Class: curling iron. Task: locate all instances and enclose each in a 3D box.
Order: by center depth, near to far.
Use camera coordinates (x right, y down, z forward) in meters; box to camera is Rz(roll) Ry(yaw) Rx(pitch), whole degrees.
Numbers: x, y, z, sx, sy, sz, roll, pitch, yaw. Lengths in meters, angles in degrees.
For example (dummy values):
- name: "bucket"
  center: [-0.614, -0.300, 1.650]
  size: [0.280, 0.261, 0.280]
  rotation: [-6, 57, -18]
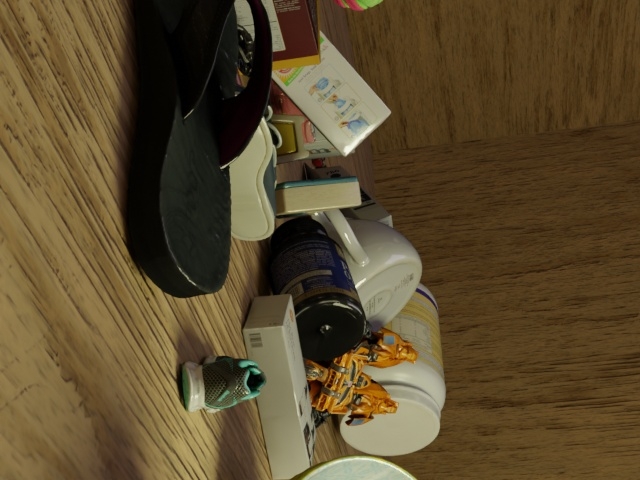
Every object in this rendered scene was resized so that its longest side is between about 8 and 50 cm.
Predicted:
- name: "curling iron"
  center: [-0.102, -0.162, 1.442]
  size: [0.068, 0.035, 0.274]
  rotation: [28, -49, 52]

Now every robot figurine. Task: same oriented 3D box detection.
- name: "robot figurine"
  center: [0.059, 0.225, 1.753]
  size: [0.291, 0.085, 0.211]
  rotation: [12, 99, -61]

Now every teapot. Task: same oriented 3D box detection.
- name: "teapot"
  center: [0.039, 0.048, 1.814]
  size: [0.252, 0.256, 0.187]
  rotation: [-2, 43, -52]

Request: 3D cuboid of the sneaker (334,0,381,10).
- name: "sneaker"
  center: [0.015, -0.544, 1.669]
  size: [0.483, 0.202, 0.185]
  rotation: [53, -13, 32]

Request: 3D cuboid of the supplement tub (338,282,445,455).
- name: "supplement tub"
  center: [0.141, 0.261, 2.206]
  size: [0.331, 0.241, 0.241]
  rotation: [-89, 170, -45]

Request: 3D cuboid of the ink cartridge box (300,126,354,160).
- name: "ink cartridge box"
  center: [-0.013, -0.223, 1.865]
  size: [0.176, 0.127, 0.128]
  rotation: [32, 52, -82]

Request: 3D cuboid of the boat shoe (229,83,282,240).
- name: "boat shoe"
  center: [-0.093, -0.102, 1.252]
  size: [0.254, 0.095, 0.079]
  rotation: [77, 11, -52]

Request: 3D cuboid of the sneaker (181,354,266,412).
- name: "sneaker"
  center: [-0.092, 0.152, 1.100]
  size: [0.166, 0.076, 0.065]
  rotation: [8, 77, -83]

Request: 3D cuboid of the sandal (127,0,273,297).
- name: "sandal"
  center: [-0.104, -0.157, 1.037]
  size: [0.167, 0.107, 0.446]
  rotation: [41, 41, -57]

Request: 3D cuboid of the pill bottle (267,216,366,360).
- name: "pill bottle"
  center: [-0.013, 0.065, 1.558]
  size: [0.219, 0.122, 0.123]
  rotation: [-108, -176, -50]

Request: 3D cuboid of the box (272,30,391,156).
- name: "box"
  center: [-0.002, -0.247, 1.627]
  size: [0.203, 0.103, 0.114]
  rotation: [46, 3, -23]

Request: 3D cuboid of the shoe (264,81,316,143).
- name: "shoe"
  center: [-0.056, -0.240, 1.720]
  size: [0.063, 0.081, 0.178]
  rotation: [-79, 161, -68]

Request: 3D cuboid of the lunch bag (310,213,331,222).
- name: "lunch bag"
  center: [0.000, 0.000, 2.030]
  size: [0.098, 0.065, 0.067]
  rotation: [75, -4, -45]

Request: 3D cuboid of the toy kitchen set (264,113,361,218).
- name: "toy kitchen set"
  center: [-0.046, -0.120, 1.567]
  size: [0.207, 0.122, 0.166]
  rotation: [172, -89, -66]

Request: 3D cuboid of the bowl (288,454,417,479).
- name: "bowl"
  center: [0.007, 0.400, 1.210]
  size: [0.156, 0.289, 0.289]
  rotation: [-21, -109, 54]

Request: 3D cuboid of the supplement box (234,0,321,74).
- name: "supplement box"
  center: [-0.080, -0.374, 1.461]
  size: [0.194, 0.129, 0.191]
  rotation: [74, 12, -54]

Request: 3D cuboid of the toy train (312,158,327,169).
- name: "toy train"
  center: [-0.007, -0.182, 2.302]
  size: [0.158, 0.027, 0.036]
  rotation: [75, 22, -53]

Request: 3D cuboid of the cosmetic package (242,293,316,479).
- name: "cosmetic package"
  center: [-0.052, 0.202, 1.437]
  size: [0.099, 0.060, 0.239]
  rotation: [-82, 164, -66]

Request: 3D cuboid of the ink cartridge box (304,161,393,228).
- name: "ink cartridge box"
  center: [0.061, -0.037, 2.060]
  size: [0.333, 0.065, 0.165]
  rotation: [-131, -155, -57]
